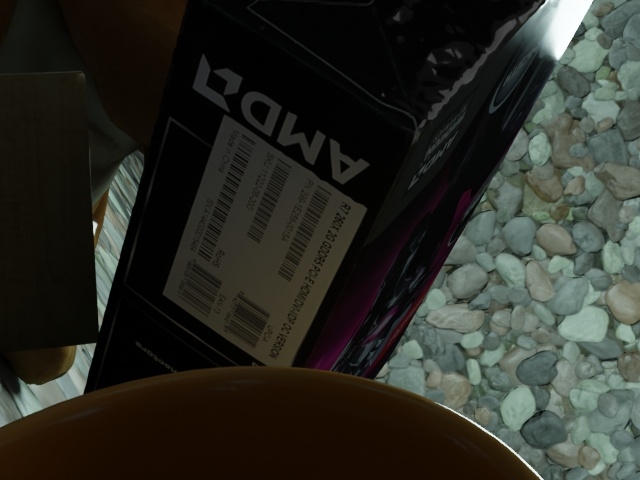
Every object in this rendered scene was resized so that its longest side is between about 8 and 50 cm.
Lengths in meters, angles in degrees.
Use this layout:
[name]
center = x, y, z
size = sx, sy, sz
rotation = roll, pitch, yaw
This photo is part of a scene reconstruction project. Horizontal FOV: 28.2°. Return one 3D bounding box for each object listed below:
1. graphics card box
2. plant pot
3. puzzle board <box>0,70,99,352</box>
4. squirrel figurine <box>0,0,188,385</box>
[graphics card box]
center = 0.000, 0.000, 0.582
size = 0.094, 0.233, 0.371
rotation = 34, -44, 11
[plant pot]
center = -0.023, 0.168, 0.330
size = 0.205, 0.205, 0.188
rotation = -122, -162, -57
[puzzle board]
center = -0.153, -0.012, 0.583
size = 0.011, 0.096, 0.128
rotation = -163, -110, -70
[squirrel figurine]
center = -0.116, -0.170, 0.777
size = 0.397, 0.370, 0.281
rotation = 59, -1, 43
